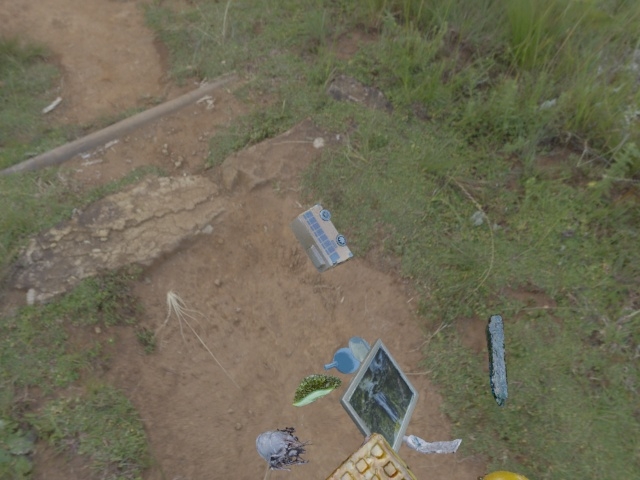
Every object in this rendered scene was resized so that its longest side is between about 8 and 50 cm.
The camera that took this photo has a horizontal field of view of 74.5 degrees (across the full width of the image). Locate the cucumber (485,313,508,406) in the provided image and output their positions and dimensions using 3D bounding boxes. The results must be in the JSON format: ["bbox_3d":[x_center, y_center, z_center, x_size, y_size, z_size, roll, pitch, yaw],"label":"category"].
[{"bbox_3d":[0.451,0.299,1.077,0.044,0.043,0.257,25,46,-7],"label":"cucumber"}]

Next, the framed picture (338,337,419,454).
[{"bbox_3d":[0.187,0.471,1.262,0.240,0.020,0.324,56,32,0],"label":"framed picture"}]

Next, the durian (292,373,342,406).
[{"bbox_3d":[-0.016,0.589,1.714,0.220,0.137,0.095,-19,91,6],"label":"durian"}]

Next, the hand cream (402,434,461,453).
[{"bbox_3d":[0.425,0.796,1.642,0.084,0.257,0.050,-17,90,-47],"label":"hand cream"}]

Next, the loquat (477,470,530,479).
[{"bbox_3d":[0.592,0.859,1.308,0.274,0.275,0.275,1,66,-2],"label":"loquat"}]

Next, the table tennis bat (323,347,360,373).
[{"bbox_3d":[0.083,0.463,1.599,0.155,0.019,0.100,-10,63,-31],"label":"table tennis bat"}]

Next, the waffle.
[{"bbox_3d":[0.044,0.300,0.466,0.148,0.042,0.102,-43,68,1],"label":"waffle"}]

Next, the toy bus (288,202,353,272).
[{"bbox_3d":[0.000,0.000,1.184,0.103,0.091,0.182,-31,88,-35],"label":"toy bus"}]

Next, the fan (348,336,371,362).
[{"bbox_3d":[0.159,0.425,1.521,0.113,0.005,0.175,11,41,-37],"label":"fan"}]

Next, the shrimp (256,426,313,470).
[{"bbox_3d":[-0.120,0.730,1.455,0.116,0.343,0.145,-20,82,-40],"label":"shrimp"}]
